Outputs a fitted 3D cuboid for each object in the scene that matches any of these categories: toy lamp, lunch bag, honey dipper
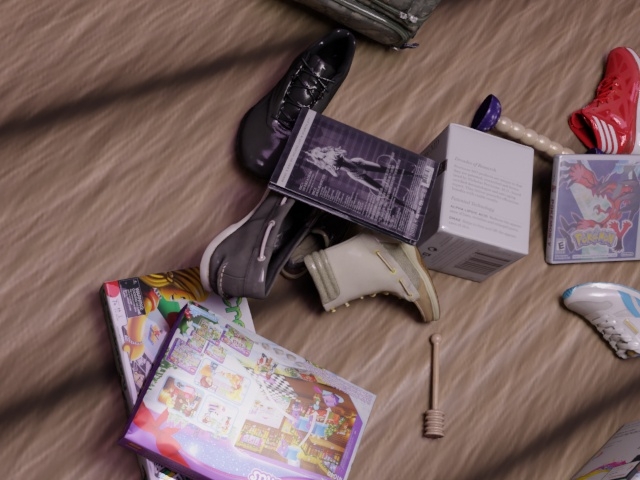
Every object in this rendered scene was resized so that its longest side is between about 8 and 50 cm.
[{"bbox_3d":[0.394,-0.159,1.624,0.274,0.080,0.080,27,64,-8],"label":"toy lamp"},{"bbox_3d":[0.063,-0.450,1.501,0.305,0.256,0.213,23,67,-11],"label":"lunch bag"},{"bbox_3d":[0.173,0.216,1.426,0.030,0.030,0.161,11,66,-17],"label":"honey dipper"}]

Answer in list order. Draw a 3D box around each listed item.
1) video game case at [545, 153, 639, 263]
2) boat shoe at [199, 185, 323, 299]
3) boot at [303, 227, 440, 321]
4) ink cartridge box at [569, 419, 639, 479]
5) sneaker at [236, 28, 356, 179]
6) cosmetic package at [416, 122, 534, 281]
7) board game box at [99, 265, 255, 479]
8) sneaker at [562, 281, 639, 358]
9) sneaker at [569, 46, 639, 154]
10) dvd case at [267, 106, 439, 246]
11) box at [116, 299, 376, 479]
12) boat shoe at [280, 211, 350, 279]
[{"bbox_3d":[0.477,-0.054,1.599,0.201,0.023,0.184,-2,100,-21],"label":"video game case"},{"bbox_3d":[-0.046,-0.026,1.347,0.095,0.112,0.335,15,43,23],"label":"boat shoe"},{"bbox_3d":[0.080,0.068,1.409,0.165,0.077,0.213,-27,126,2],"label":"boot"},{"bbox_3d":[0.458,0.378,1.378,0.278,0.201,0.117,-35,85,-27],"label":"ink cartridge box"},{"bbox_3d":[-0.035,-0.220,1.450,0.109,0.130,0.286,32,64,-9],"label":"sneaker"},{"bbox_3d":[0.229,-0.056,1.478,0.151,0.151,0.184,15,66,-15],"label":"cosmetic package"},{"bbox_3d":[-0.173,0.189,1.289,0.192,0.053,0.305,-10,75,-25],"label":"board game box"},{"bbox_3d":[0.501,0.138,1.550,0.228,0.087,0.092,23,67,-10],"label":"sneaker"},{"bbox_3d":[0.516,-0.258,1.701,0.128,0.087,0.221,7,68,-20],"label":"sneaker"},{"bbox_3d":[0.052,-0.094,1.348,0.221,0.018,0.165,22,51,-2],"label":"dvd case"},{"bbox_3d":[-0.091,0.234,1.241,0.293,0.057,0.201,29,62,-11],"label":"box"},{"bbox_3d":[0.000,0.000,1.426,0.056,0.049,0.152,43,63,-3],"label":"boat shoe"}]
